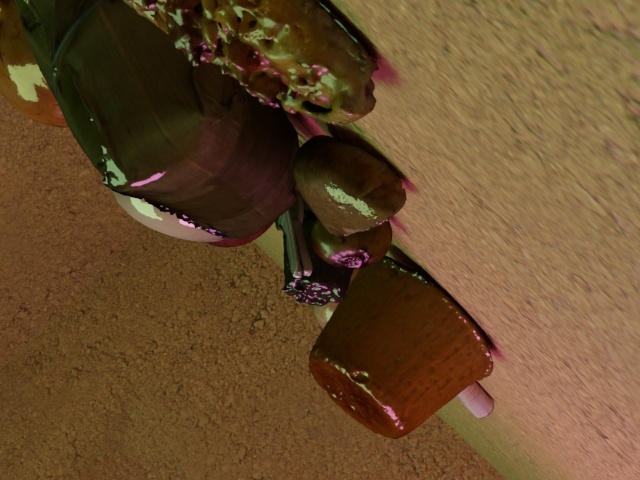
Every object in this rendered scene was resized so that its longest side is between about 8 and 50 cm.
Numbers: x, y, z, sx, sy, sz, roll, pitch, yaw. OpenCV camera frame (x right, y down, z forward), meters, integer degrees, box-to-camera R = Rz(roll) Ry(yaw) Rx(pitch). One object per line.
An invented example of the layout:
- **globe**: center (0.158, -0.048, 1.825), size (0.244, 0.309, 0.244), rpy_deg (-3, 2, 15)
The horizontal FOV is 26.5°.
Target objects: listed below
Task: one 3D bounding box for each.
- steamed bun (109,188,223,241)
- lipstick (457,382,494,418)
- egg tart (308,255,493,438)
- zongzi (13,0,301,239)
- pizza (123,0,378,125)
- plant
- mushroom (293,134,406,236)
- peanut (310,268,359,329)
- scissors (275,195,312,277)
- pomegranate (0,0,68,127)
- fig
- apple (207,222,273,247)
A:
- **steamed bun**: center (-0.175, -0.113, 1.842), size (0.231, 0.145, 0.232), rpy_deg (20, -149, -13)
- **lipstick**: center (0.219, 0.222, 2.123), size (0.141, 0.040, 0.040), rpy_deg (47, 175, -28)
- **egg tart**: center (0.094, 0.132, 1.651), size (0.215, 0.171, 0.215), rpy_deg (36, 159, 16)
- **zongzi**: center (-0.179, -0.187, 1.378), size (0.393, 0.174, 0.356), rpy_deg (54, -175, 21)
- **pizza**: center (-0.067, -0.161, 1.001), size (0.305, 0.085, 0.161), rpy_deg (39, 172, 44)
- **plant**: center (0.000, 0.000, 1.563), size (0.092, 0.143, 0.094), rpy_deg (-18, 142, 42)
- **mushroom**: center (0.017, -0.055, 1.286), size (0.094, 0.072, 0.210), rpy_deg (56, 173, -14)
- **peanut**: center (0.060, 0.094, 1.938), size (0.137, 0.122, 0.253), rpy_deg (43, 180, 28)
- **scissors**: center (-0.036, -0.035, 1.507), size (0.204, 0.027, 0.101), rpy_deg (-106, 23, -47)
- **pomegranate**: center (-0.272, -0.232, 1.530), size (0.209, 0.209, 0.209), rpy_deg (45, 175, 5)
- **fig**: center (0.035, -0.017, 1.467), size (0.082, 0.084, 0.098), rpy_deg (40, -138, -47)
- **apple**: center (-0.132, -0.067, 2.023), size (0.153, 0.153, 0.120), rpy_deg (38, 154, 56)
